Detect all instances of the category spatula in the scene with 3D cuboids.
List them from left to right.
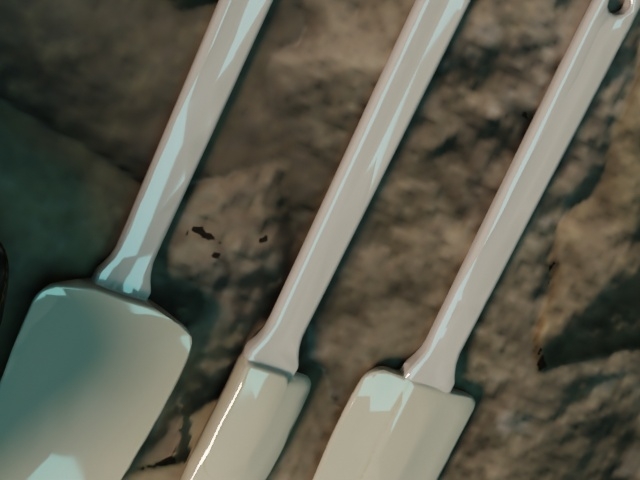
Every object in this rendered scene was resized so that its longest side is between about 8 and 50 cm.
[{"bbox_3d":[0.000,0.000,0.566,0.168,0.019,0.242,20,104,-22],"label":"spatula"}]

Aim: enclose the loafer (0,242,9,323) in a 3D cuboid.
[{"bbox_3d":[-0.138,0.066,0.536,0.170,0.062,0.061,-60,154,14],"label":"loafer"}]
